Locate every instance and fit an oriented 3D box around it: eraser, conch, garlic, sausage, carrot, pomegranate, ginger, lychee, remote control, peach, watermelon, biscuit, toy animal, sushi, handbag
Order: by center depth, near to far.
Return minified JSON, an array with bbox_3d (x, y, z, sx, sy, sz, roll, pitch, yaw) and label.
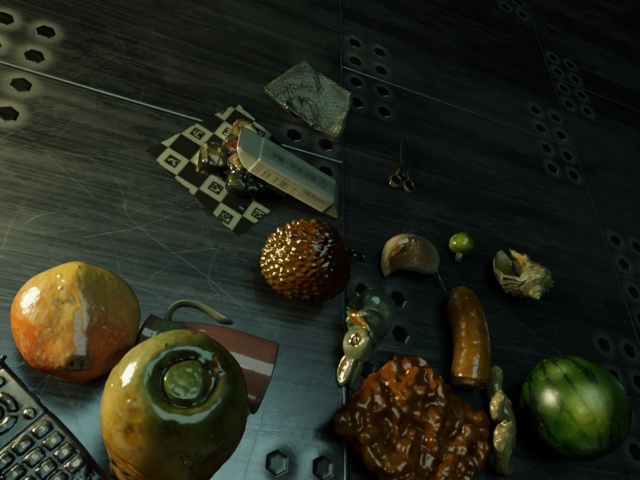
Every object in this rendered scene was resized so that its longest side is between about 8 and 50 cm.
[{"bbox_3d":[-0.241,0.294,0.923,0.224,0.341,0.224,11,52,-15],"label":"carrot"},{"bbox_3d":[-0.520,0.314,0.945,0.399,0.062,0.144,42,49,7],"label":"remote control"},{"bbox_3d":[-0.429,0.148,1.005,0.232,0.232,0.233,13,54,-18],"label":"peach"},{"bbox_3d":[0.211,0.408,1.219,0.312,0.110,0.318,47,50,10],"label":"biscuit"},{"bbox_3d":[-0.018,0.046,1.293,0.238,0.200,0.200,-8,58,3],"label":"lychee"},{"bbox_3d":[0.108,0.216,1.298,0.138,0.108,0.236,19,53,-15],"label":"toy animal"},{"bbox_3d":[0.420,0.402,1.314,0.065,0.149,0.259,-3,55,15],"label":"ginger"},{"bbox_3d":[0.599,0.395,1.340,0.242,0.242,0.242,13,54,-18],"label":"watermelon"},{"bbox_3d":[0.369,0.238,1.418,0.108,0.109,0.271,15,53,-17],"label":"sausage"},{"bbox_3d":[-0.070,-0.165,1.448,0.351,0.061,0.089,27,48,-27],"label":"eraser"},{"bbox_3d":[-0.208,-0.216,1.458,0.320,0.069,0.339,44,50,6],"label":"sushi"},{"bbox_3d":[0.255,0.053,1.512,0.198,0.090,0.129,18,67,-24],"label":"garlic"},{"bbox_3d":[0.563,0.088,1.601,0.155,0.130,0.207,21,36,-29],"label":"conch"},{"bbox_3d":[0.407,0.018,1.611,0.073,0.073,0.085,-10,81,-32],"label":"pomegranate"},{"bbox_3d":[-0.022,-0.418,1.690,0.270,0.089,0.175,34,58,-2],"label":"handbag"}]

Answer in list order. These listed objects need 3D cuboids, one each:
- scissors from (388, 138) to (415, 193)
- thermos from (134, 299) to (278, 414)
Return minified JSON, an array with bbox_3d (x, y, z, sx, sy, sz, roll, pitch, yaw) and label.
[{"bbox_3d":[0.254,-0.235,1.738,0.088,0.017,0.220,19,51,-14],"label":"scissors"},{"bbox_3d":[-0.225,0.217,1.112,0.264,0.146,0.176,22,51,-7],"label":"thermos"}]
